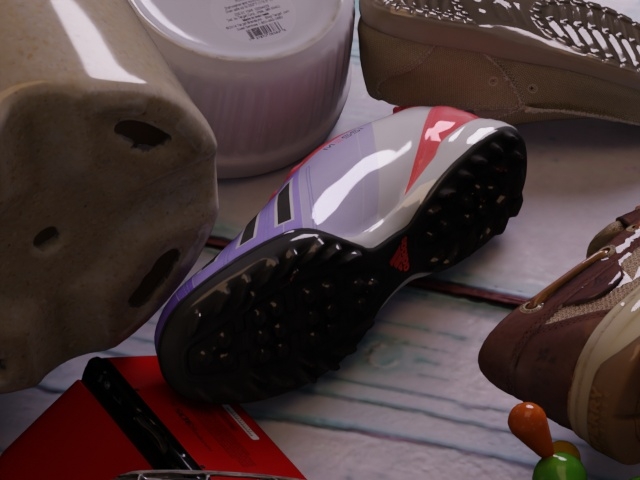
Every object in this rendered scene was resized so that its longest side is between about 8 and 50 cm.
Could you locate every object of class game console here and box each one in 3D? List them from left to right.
[{"bbox_3d":[-0.097,0.142,0.886,0.124,0.085,0.144,2,33,-47],"label":"game console"}]

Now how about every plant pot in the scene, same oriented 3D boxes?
[{"bbox_3d":[-0.227,-0.086,0.908,0.334,0.333,0.305,-26,53,-25],"label":"plant pot"}]

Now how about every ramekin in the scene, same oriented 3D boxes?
[{"bbox_3d":[-0.071,-0.159,1.097,0.207,0.109,0.207,6,55,-9],"label":"ramekin"}]

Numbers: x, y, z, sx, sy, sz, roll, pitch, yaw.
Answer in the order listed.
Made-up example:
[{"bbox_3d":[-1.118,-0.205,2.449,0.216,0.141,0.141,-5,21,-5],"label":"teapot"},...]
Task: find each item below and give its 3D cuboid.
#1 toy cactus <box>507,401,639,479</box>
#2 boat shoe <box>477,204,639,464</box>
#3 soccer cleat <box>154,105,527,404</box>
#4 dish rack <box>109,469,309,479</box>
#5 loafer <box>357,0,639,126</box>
[{"bbox_3d":[0.115,0.175,0.749,0.180,0.112,0.219,-41,27,-23],"label":"toy cactus"},{"bbox_3d":[0.223,0.016,0.942,0.123,0.123,0.342,18,38,36],"label":"boat shoe"},{"bbox_3d":[0.000,0.000,0.980,0.116,0.108,0.318,24,44,38],"label":"soccer cleat"},{"bbox_3d":[-0.056,0.237,0.733,0.208,0.074,0.271,5,47,3],"label":"dish rack"},{"bbox_3d":[0.149,-0.128,1.121,0.269,0.092,0.102,13,36,-10],"label":"loafer"}]
